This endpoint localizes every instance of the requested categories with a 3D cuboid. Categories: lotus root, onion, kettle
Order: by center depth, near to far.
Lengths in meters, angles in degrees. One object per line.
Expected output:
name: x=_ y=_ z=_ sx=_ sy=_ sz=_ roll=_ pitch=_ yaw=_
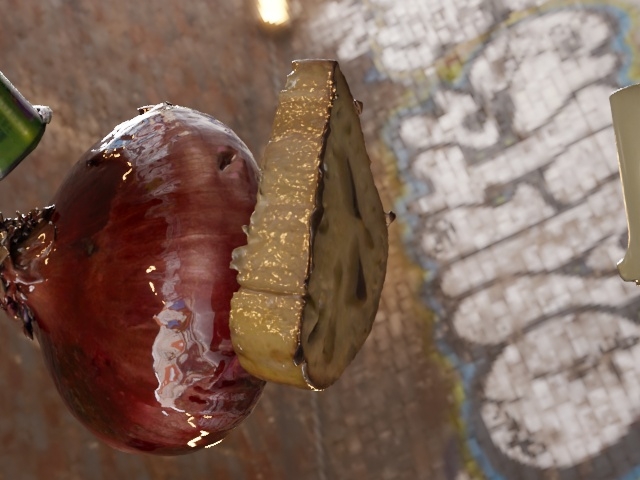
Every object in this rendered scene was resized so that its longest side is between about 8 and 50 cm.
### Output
kettle: x=0.281 y=-0.042 z=0.974 sx=0.098 sy=0.127 sz=0.148 roll=146 pitch=119 yaw=-79
lotus root: x=0.000 y=0.000 z=1.120 sx=0.170 sy=0.074 sz=0.261 roll=41 pitch=-124 yaw=-53
onion: x=-0.188 y=0.039 z=1.257 sx=0.285 sy=0.347 sz=0.348 roll=8 pitch=-133 yaw=-26

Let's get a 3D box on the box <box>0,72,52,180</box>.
box: x=-0.352 y=-0.186 z=0.985 sx=0.134 sy=0.097 sz=0.345 roll=17 pitch=151 yaw=54
